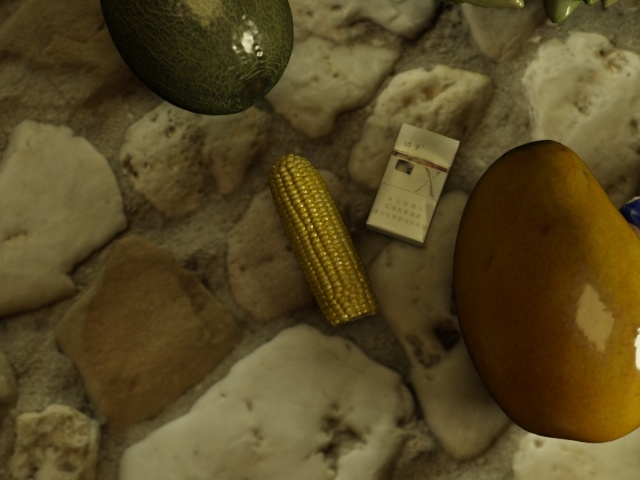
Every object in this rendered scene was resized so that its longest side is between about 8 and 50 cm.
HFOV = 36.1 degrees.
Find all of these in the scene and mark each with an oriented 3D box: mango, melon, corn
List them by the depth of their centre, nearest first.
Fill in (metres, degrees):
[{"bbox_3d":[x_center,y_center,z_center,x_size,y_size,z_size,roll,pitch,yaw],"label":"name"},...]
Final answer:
[{"bbox_3d":[0.284,0.061,1.192,0.221,0.264,0.378,3,65,-38],"label":"mango"},{"bbox_3d":[0.000,0.000,1.314,0.081,0.081,0.249,-24,75,-2],"label":"corn"},{"bbox_3d":[-0.173,-0.315,1.332,0.237,0.237,0.302,-35,75,-5],"label":"melon"}]

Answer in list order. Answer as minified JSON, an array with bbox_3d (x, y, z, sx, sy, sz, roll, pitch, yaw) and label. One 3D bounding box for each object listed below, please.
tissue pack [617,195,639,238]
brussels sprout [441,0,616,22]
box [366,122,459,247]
[{"bbox_3d":[0.508,0.060,1.235,0.209,0.137,0.270,-19,71,0],"label":"tissue pack"},{"bbox_3d":[0.231,-0.506,1.292,0.425,0.342,0.361,14,84,-3],"label":"brussels sprout"},{"bbox_3d":[0.127,-0.075,1.345,0.083,0.040,0.154,18,78,10],"label":"box"}]
